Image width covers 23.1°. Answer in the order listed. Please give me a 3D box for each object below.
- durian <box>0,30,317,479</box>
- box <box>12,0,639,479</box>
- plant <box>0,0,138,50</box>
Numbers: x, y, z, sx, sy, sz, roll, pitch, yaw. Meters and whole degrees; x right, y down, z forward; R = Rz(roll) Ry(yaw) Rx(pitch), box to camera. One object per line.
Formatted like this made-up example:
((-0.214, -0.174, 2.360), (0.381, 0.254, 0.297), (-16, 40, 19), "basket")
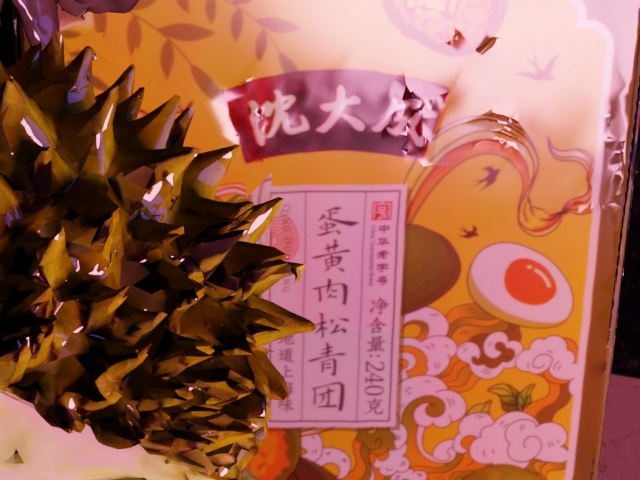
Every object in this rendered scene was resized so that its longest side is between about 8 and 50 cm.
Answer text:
((-0.180, 0.035, 0.463), (0.158, 0.352, 0.169), (-106, 180, -55), "durian")
((0.000, 0.000, 1.014), (0.138, 0.373, 0.420), (-97, -171, -65), "box")
((-0.163, -0.220, 0.668), (0.194, 0.182, 0.320), (7, 87, -77), "plant")
